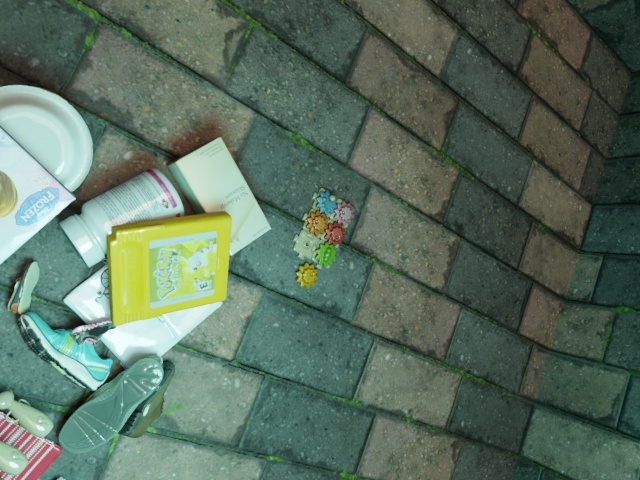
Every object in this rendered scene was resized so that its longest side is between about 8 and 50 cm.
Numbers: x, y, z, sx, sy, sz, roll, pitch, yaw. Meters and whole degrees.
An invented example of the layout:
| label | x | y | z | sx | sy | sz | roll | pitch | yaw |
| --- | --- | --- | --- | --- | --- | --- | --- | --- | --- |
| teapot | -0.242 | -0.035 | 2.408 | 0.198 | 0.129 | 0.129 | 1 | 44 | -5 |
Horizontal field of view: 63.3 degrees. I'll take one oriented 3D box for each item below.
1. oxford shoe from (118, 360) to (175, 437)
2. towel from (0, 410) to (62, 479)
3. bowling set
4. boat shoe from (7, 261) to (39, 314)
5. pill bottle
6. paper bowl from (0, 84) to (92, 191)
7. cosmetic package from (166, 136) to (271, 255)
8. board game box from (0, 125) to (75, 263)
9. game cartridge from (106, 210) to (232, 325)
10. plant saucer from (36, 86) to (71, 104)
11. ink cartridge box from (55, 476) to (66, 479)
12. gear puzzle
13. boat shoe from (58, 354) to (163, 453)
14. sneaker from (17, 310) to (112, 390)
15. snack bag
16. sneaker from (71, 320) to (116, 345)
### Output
| label | x | y | z | sx | sy | sz | roll | pitch | yaw |
| --- | --- | --- | --- | --- | --- | --- | --- | --- | --- |
| oxford shoe | -0.482 | 0.451 | 1.480 | 0.227 | 0.082 | 0.096 | -58 | 141 | -18 |
| towel | -0.824 | 0.537 | 1.298 | 0.275 | 0.031 | 0.199 | 45 | 73 | -22 |
| bowling set | -0.788 | 0.518 | 1.205 | 0.200 | 0.287 | 0.154 | -41 | 107 | 17 |
| boat shoe | -0.752 | 0.117 | 1.313 | 0.043 | 0.049 | 0.137 | 13 | 86 | 9 |
| pill bottle | -0.521 | -0.060 | 1.372 | 0.283 | 0.160 | 0.161 | -35 | 109 | -25 |
| paper bowl | -0.698 | -0.224 | 1.240 | 0.284 | 0.148 | 0.285 | -8 | 108 | -24 |
| cosmetic package | -0.296 | -0.127 | 1.531 | 0.160 | 0.113 | 0.310 | -37 | 109 | -24 |
| board game box | -0.767 | -0.101 | 1.110 | 0.319 | 0.066 | 0.318 | -46 | 118 | -11 |
| game cartridge | -0.401 | 0.074 | 1.400 | 0.323 | 0.052 | 0.286 | -12 | 124 | -35 |
| plant saucer | -0.709 | -0.308 | 1.326 | 0.168 | 0.029 | 0.169 | -1 | 92 | -31 |
| ink cartridge box | -0.716 | 0.758 | 1.320 | 0.237 | 0.100 | 0.172 | -33 | 118 | -25 |
| gear puzzle | 0.000 | 0.000 | 1.750 | 0.175 | 0.044 | 0.339 | 30 | 77 | -28 |
| boat shoe | -0.555 | 0.436 | 1.402 | 0.118 | 0.103 | 0.320 | 45 | 81 | -7 |
| sneaker | -0.665 | 0.276 | 1.356 | 0.275 | 0.106 | 0.110 | 52 | 48 | -26 |
| snack bag | -0.492 | 0.168 | 1.473 | 0.342 | 0.037 | 0.323 | -41 | 112 | -22 |
| sneaker | -0.589 | 0.245 | 1.363 | 0.119 | 0.047 | 0.057 | -7 | 73 | -52 |
